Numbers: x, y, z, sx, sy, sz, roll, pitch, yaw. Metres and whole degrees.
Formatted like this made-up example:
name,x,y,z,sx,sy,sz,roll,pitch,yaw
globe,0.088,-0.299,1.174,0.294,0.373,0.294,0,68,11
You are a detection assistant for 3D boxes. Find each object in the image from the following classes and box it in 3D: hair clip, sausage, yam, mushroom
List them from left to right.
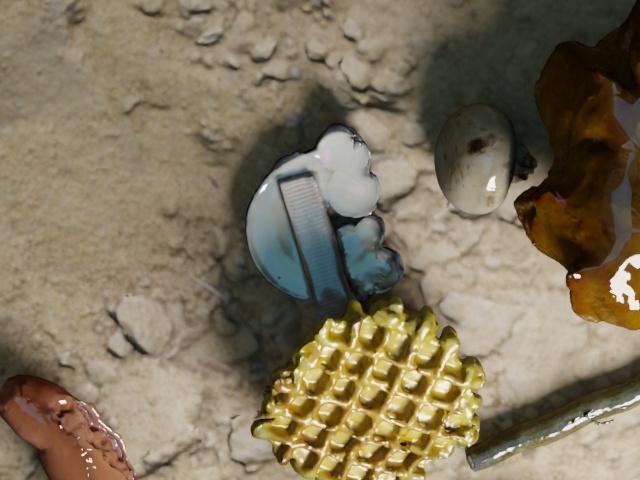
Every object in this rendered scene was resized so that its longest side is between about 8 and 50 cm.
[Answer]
name,x,y,z,sx,sy,sz,roll,pitch,yaw
sausage,-0.169,0.237,1.423,0.078,0.078,0.304,-27,96,12
hair clip,0.000,0.000,1.367,0.116,0.049,0.172,-16,95,7
mushroom,0.131,-0.062,1.328,0.079,0.085,0.085,2,102,-21
yam,0.221,0.129,1.364,0.234,0.029,0.027,-27,93,12

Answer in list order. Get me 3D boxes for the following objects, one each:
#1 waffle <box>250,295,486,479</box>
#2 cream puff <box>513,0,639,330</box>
name,x,y,z,sx,sy,sz,roll,pitch,yaw
waffle,0.042,0.127,1.358,0.191,0.038,0.191,-2,121,-3
cream puff,0.271,-0.041,1.269,0.269,0.155,0.241,23,98,11
